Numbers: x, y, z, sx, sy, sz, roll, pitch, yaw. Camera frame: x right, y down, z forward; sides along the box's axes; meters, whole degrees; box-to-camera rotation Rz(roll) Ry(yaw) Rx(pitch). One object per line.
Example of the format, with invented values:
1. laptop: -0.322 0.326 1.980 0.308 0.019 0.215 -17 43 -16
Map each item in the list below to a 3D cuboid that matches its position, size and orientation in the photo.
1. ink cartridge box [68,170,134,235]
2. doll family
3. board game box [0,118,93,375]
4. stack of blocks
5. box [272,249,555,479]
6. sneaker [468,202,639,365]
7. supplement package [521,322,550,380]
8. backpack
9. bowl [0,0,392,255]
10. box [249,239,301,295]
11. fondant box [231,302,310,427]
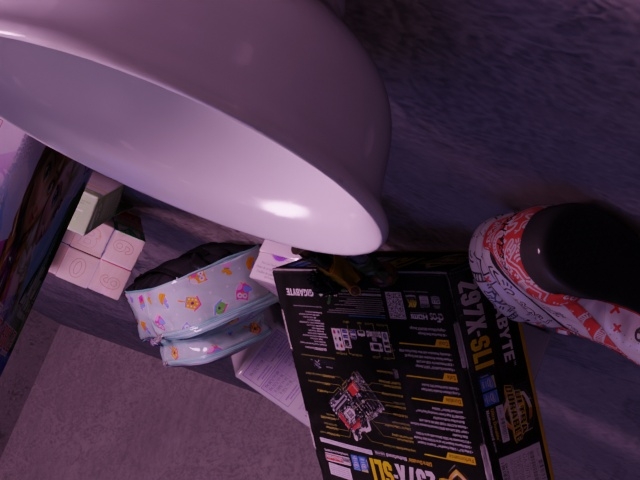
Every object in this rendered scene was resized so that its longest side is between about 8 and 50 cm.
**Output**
1. ink cartridge box: -0.319 -0.076 1.647 0.171 0.056 0.235 22 -167 2
2. doll family: 0.000 0.000 1.302 0.111 0.076 0.193 38 -169 -45
3. board game box: -0.254 -0.028 1.088 0.066 0.318 0.318 22 169 -1
4. stack of blocks: -0.372 -0.030 1.713 0.297 0.087 0.171 24 -169 -16
5. box: 0.085 0.141 1.385 0.079 0.257 0.322 -20 -171 -30
6. sneaker: 0.244 0.053 1.101 0.270 0.090 0.145 30 167 -19
7. supplement package: 0.160 0.159 1.608 0.139 0.133 0.244 23 168 1
8. backpack: -0.138 0.076 1.697 0.166 0.144 0.188 -20 176 -26
9. bowl: -0.074 -0.111 0.835 0.298 0.134 0.298 21 169 4
10. box: 0.027 0.079 1.668 0.067 0.063 0.324 16 167 35
11. fondant box: 0.030 0.220 1.933 0.330 0.096 0.238 35 -177 -10
